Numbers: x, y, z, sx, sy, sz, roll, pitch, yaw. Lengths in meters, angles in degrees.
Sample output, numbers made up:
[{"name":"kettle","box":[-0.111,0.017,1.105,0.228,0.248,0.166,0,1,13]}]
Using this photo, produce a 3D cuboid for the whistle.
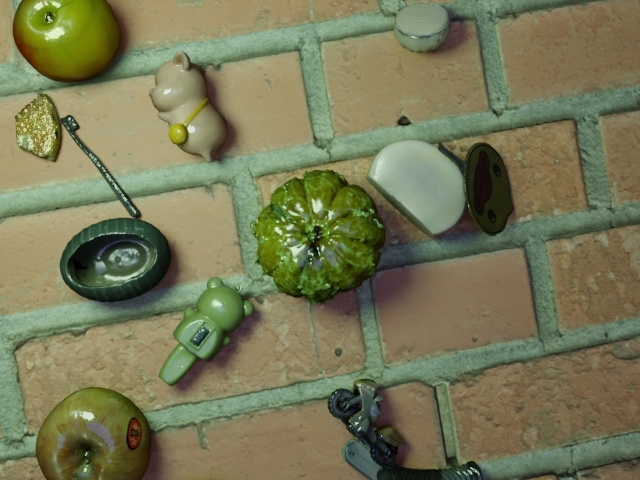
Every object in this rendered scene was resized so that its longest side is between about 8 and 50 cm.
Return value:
[{"name":"whistle","box":[-0.273,0.214,1.459,0.131,0.106,0.288,38,87,-4]}]

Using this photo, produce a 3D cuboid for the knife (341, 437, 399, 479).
[{"name":"knife","box":[0.167,0.571,1.512,0.265,0.040,0.073,38,75,-2]}]

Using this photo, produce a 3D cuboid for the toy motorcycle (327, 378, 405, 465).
[{"name":"toy motorcycle","box":[0.122,0.421,1.478,0.130,0.094,0.229,-45,102,-23]}]

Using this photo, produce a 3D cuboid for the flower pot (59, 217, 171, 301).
[{"name":"flower pot","box":[-0.465,0.044,1.427,0.243,0.157,0.189,-11,89,-2]}]

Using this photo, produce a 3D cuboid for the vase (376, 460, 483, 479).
[{"name":"vase","box":[0.261,0.572,1.468,0.237,0.115,0.116,1,89,-19]}]

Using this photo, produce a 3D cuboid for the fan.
[{"name":"fan","box":[0.367,-0.137,1.442,0.335,0.011,0.230,29,63,-39]}]

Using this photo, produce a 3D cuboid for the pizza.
[{"name":"pizza","box":[-0.668,-0.265,1.479,0.099,0.036,0.160,-7,89,-3]}]

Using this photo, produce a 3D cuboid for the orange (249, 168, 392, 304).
[{"name":"orange","box":[0.000,0.000,1.419,0.300,0.223,0.301,33,88,13]}]

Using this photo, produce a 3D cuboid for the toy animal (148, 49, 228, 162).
[{"name":"toy animal","box":[-0.303,-0.295,1.439,0.149,0.165,0.248,-19,97,-8]}]

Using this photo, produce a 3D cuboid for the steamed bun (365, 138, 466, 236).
[{"name":"steamed bun","box":[0.237,-0.137,1.467,0.241,0.146,0.164,43,92,-2]}]

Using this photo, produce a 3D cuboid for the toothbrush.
[{"name":"toothbrush","box":[-0.523,-0.175,1.489,0.030,0.030,0.297,-36,91,-12]}]

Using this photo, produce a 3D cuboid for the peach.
[{"name":"peach","box":[-0.565,-0.466,1.398,0.231,0.231,0.231,0,90,-3]}]

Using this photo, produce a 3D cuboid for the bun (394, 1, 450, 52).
[{"name":"bun","box":[0.244,-0.499,1.501,0.138,0.094,0.138,-4,58,6]}]

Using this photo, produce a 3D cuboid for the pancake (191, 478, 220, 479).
[{"name":"pancake","box":[-0.274,0.747,1.474,0.382,0.071,0.382,0,90,-2]}]

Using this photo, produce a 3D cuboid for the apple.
[{"name":"apple","box":[-0.505,0.458,1.404,0.260,0.194,0.261,0,92,-2]}]
